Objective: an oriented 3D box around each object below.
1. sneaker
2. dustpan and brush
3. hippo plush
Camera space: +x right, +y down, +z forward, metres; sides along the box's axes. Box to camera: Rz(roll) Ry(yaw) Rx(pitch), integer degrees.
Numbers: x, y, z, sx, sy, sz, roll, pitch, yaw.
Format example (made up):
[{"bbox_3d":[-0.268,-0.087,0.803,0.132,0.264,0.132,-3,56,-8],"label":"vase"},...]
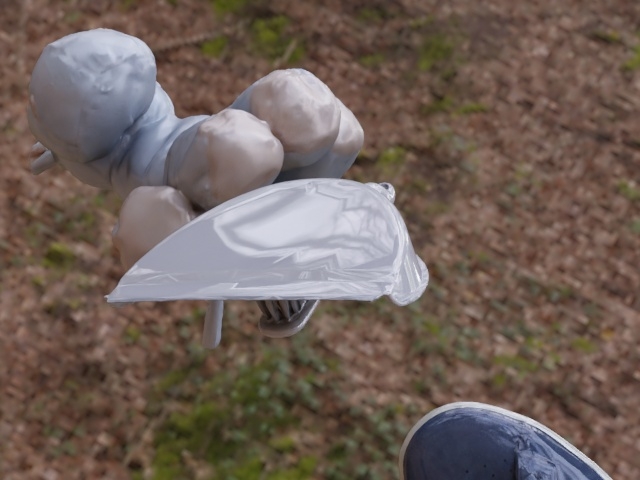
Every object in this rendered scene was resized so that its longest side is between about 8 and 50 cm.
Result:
[{"bbox_3d":[0.185,0.248,1.008,0.350,0.131,0.148,45,6,10],"label":"sneaker"},{"bbox_3d":[0.000,0.000,0.774,0.147,0.211,0.060,-1,-61,22],"label":"dustpan and brush"},{"bbox_3d":[-0.119,-0.091,1.301,0.236,0.234,0.294,45,-5,16],"label":"hippo plush"}]
